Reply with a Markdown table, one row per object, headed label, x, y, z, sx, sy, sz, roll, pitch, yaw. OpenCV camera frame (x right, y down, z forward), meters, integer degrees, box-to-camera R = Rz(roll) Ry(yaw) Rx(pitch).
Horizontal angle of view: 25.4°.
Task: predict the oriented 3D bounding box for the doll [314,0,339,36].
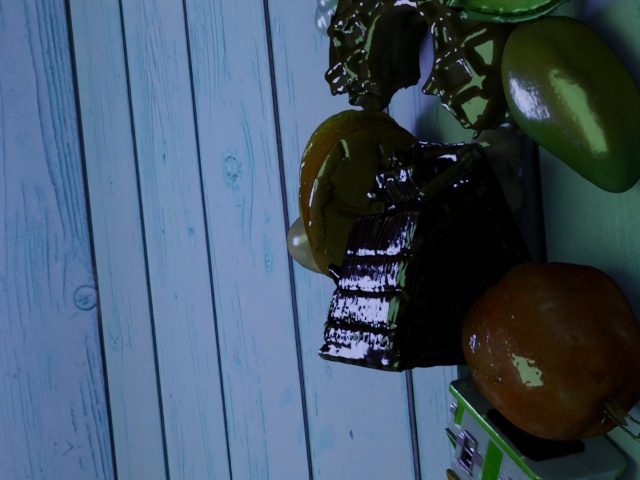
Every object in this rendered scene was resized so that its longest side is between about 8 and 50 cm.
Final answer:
| label | x | y | z | sx | sy | sz | roll | pitch | yaw |
| --- | --- | --- | --- | --- | --- | --- | --- | --- | --- |
| doll | 0.059 | -0.321 | 2.150 | 0.110 | 0.106 | 0.181 | 101 | 151 | -49 |

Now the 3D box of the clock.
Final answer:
| label | x | y | z | sx | sy | sz | roll | pitch | yaw |
| --- | --- | --- | --- | --- | --- | --- | --- | --- | --- |
| clock | 0.251 | 0.364 | 1.858 | 0.235 | 0.166 | 0.310 | 46 | 136 | 51 |

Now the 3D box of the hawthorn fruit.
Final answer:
| label | x | y | z | sx | sy | sz | roll | pitch | yaw |
| --- | --- | --- | --- | --- | --- | --- | --- | --- | --- |
| hawthorn fruit | 0.294 | 0.149 | 1.677 | 0.299 | 0.211 | 0.211 | 55 | 142 | 46 |

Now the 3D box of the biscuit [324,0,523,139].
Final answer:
| label | x | y | z | sx | sy | sz | roll | pitch | yaw |
| --- | --- | --- | --- | --- | --- | --- | --- | --- | --- |
| biscuit | 0.146 | -0.290 | 1.923 | 0.366 | 0.115 | 0.268 | 18 | 105 | 48 |

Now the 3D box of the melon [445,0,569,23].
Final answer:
| label | x | y | z | sx | sy | sz | roll | pitch | yaw |
| --- | --- | --- | --- | --- | --- | --- | --- | --- | --- |
| melon | 0.275 | -0.378 | 1.691 | 0.169 | 0.129 | 0.265 | -61 | 0 | -43 |

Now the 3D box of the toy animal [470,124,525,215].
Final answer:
| label | x | y | z | sx | sy | sz | roll | pitch | yaw |
| --- | --- | --- | --- | --- | --- | --- | --- | --- | --- |
| toy animal | 0.235 | -0.089 | 1.893 | 0.089 | 0.083 | 0.150 | -23 | -65 | -71 |

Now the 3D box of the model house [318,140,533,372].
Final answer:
| label | x | y | z | sx | sy | sz | roll | pitch | yaw |
| --- | --- | --- | --- | --- | --- | --- | --- | --- | --- |
| model house | 0.094 | 0.045 | 1.865 | 0.297 | 0.282 | 0.317 | 52 | 158 | -25 |

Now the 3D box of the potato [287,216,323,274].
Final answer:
| label | x | y | z | sx | sy | sz | roll | pitch | yaw |
| --- | --- | --- | --- | --- | --- | --- | --- | --- | --- |
| potato | 0.002 | -0.001 | 2.351 | 0.147 | 0.112 | 0.112 | -3 | 94 | 57 |

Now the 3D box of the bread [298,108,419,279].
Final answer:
| label | x | y | z | sx | sy | sz | roll | pitch | yaw |
| --- | --- | --- | --- | --- | --- | --- | --- | --- | --- |
| bread | 0.064 | -0.063 | 2.110 | 0.143 | 0.195 | 0.270 | -120 | 29 | -50 |

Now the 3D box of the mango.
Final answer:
| label | x | y | z | sx | sy | sz | roll | pitch | yaw |
| --- | --- | --- | --- | --- | --- | --- | --- | --- | --- |
| mango | 0.302 | -0.165 | 1.685 | 0.251 | 0.114 | 0.156 | 60 | 137 | 40 |

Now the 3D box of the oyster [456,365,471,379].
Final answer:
| label | x | y | z | sx | sy | sz | roll | pitch | yaw |
| --- | --- | --- | --- | --- | --- | --- | --- | --- | --- |
| oyster | 0.238 | 0.186 | 2.006 | 0.100 | 0.037 | 0.098 | -35 | 82 | 39 |
